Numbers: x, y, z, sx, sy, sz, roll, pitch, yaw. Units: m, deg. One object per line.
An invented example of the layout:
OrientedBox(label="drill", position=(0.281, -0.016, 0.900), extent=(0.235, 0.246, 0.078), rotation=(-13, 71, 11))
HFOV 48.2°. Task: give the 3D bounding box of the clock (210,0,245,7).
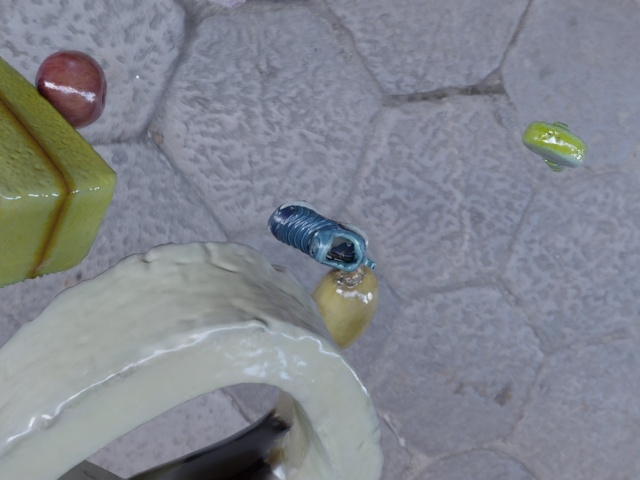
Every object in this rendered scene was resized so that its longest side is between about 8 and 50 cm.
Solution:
OrientedBox(label="clock", position=(-0.142, -0.500, 0.861), extent=(0.342, 0.184, 0.326), rotation=(-42, 87, 8))

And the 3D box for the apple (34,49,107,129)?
OrientedBox(label="apple", position=(-0.468, -0.284, 1.353), extent=(0.120, 0.153, 0.153), rotation=(10, 100, -6))

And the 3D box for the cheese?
OrientedBox(label="cheese", position=(-0.125, 0.173, 0.616), extent=(0.332, 0.153, 0.292), rotation=(-22, 123, -8))

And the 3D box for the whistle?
OrientedBox(label="whistle", position=(0.394, -0.153, 1.187), extent=(0.104, 0.198, 0.057), rotation=(29, 97, 22))

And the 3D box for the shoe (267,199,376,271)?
OrientedBox(label="shoe", position=(0.000, 0.000, 0.887), extent=(0.143, 0.071, 0.064), rotation=(23, 112, -25))

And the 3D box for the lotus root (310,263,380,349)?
OrientedBox(label="lotus root", position=(0.040, 0.145, 1.462), extent=(0.146, 0.303, 0.131), rotation=(-17, 65, -27))

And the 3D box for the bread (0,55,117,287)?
OrientedBox(label="bread", position=(-0.559, -0.134, 1.222), extent=(0.362, 0.233, 0.245), rotation=(48, 125, 17))
